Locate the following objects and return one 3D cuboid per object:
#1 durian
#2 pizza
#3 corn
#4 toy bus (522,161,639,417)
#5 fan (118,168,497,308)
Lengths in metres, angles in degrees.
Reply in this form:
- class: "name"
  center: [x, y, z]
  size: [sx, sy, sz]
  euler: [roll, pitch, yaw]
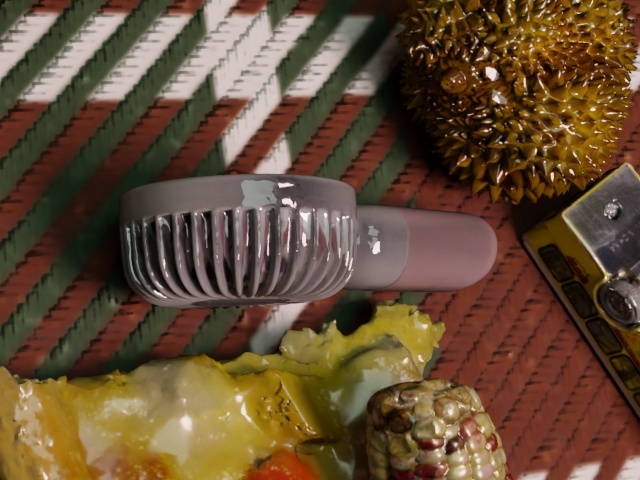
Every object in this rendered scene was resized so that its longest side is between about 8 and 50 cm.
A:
- class: "durian"
  center: [0.125, -0.100, 0.936]
  size: [0.168, 0.137, 0.158]
  euler: [-13, 103, -41]
- class: "pizza"
  center: [-0.028, 0.120, 0.836]
  size: [0.280, 0.075, 0.287]
  euler: [49, 63, -9]
- class: "corn"
  center: [0.077, 0.185, 0.829]
  size: [0.086, 0.086, 0.253]
  euler: [-23, 110, -28]
- class: "toy bus"
  center: [0.224, 0.065, 0.970]
  size: [0.081, 0.074, 0.226]
  euler: [-38, 95, -29]
- class: "fan"
  center: [0.000, 0.000, 0.861]
  size: [0.244, 0.130, 0.074]
  euler: [3, 80, -39]
